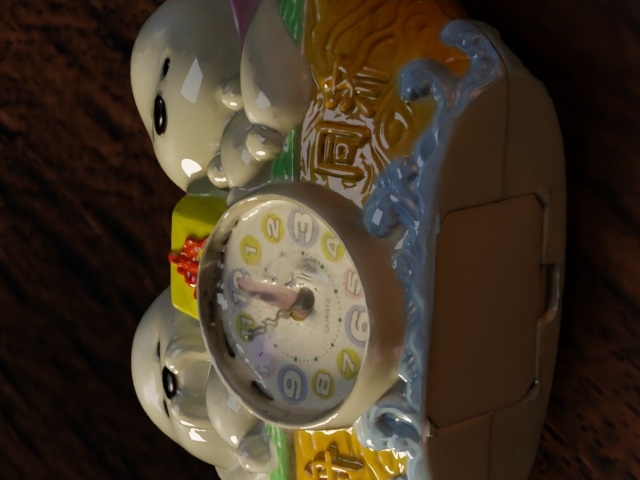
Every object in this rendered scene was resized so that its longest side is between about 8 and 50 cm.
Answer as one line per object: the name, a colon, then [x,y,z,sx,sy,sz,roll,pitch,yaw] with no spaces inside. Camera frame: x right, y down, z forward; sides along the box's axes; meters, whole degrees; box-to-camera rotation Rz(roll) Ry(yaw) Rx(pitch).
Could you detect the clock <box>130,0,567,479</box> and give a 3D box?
clock: [0.000,0.000,0.604,0.144,0.103,0.231,13,105,39]
